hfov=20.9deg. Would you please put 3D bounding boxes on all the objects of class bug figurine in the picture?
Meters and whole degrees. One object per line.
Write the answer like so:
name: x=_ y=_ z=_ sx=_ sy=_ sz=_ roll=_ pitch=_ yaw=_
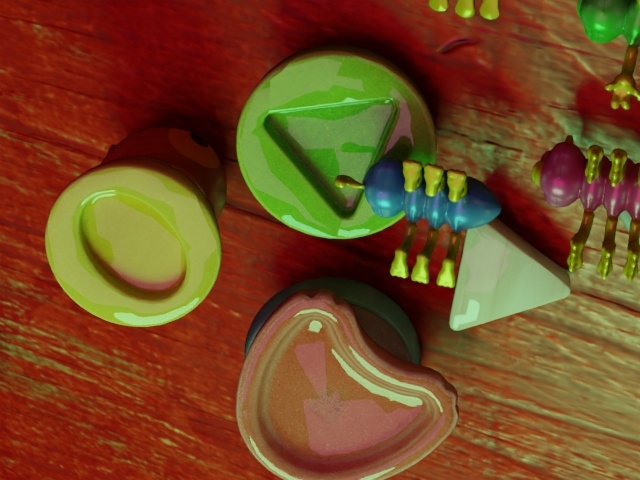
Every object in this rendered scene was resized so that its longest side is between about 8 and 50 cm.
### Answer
bug figurine: x=0.124 y=-0.094 z=1.038 sx=0.216 sy=0.072 sz=0.279 roll=16 pitch=124 yaw=11

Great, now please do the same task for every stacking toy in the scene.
stacking toy: x=0.000 y=0.000 z=1.221 sx=0.279 sy=0.130 sz=0.309 roll=-38 pitch=106 yaw=19

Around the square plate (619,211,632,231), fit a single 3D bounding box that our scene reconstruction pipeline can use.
square plate: x=0.394 y=0.069 z=1.031 sx=0.347 sy=0.049 sz=0.344 roll=-20 pitch=113 yaw=42
